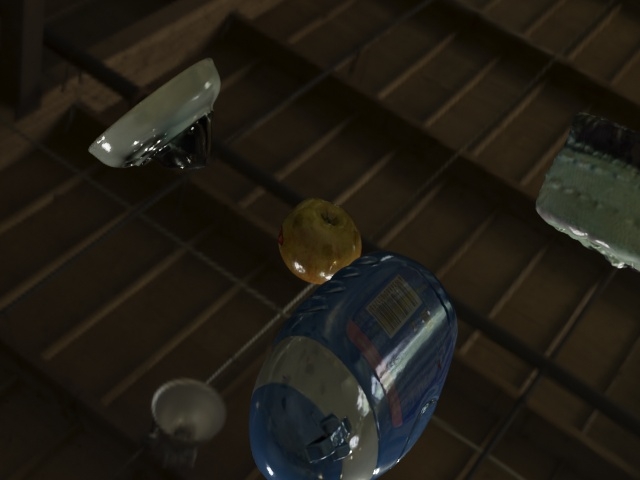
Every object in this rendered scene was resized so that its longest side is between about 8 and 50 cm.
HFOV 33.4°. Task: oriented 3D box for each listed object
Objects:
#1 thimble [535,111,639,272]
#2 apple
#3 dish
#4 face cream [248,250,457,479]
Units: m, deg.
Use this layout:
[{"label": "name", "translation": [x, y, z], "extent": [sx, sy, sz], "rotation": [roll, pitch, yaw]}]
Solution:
[{"label": "thimble", "translation": [0.369, -0.041, 1.223], "extent": [0.237, 0.150, 0.237], "rotation": [25, -176, -2]}, {"label": "apple", "translation": [0.000, 0.000, 1.052], "extent": [0.084, 0.071, 0.084], "rotation": [8, -134, -9]}, {"label": "dish", "translation": [-0.134, -0.095, 0.976], "extent": [0.078, 0.141, 0.141], "rotation": [53, -131, -6]}, {"label": "face cream", "translation": [0.027, 0.106, 0.813], "extent": [0.264, 0.083, 0.149], "rotation": [-38, -74, -58]}]
